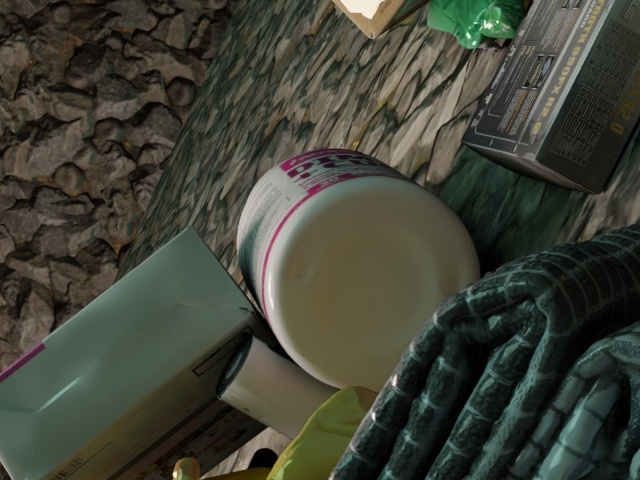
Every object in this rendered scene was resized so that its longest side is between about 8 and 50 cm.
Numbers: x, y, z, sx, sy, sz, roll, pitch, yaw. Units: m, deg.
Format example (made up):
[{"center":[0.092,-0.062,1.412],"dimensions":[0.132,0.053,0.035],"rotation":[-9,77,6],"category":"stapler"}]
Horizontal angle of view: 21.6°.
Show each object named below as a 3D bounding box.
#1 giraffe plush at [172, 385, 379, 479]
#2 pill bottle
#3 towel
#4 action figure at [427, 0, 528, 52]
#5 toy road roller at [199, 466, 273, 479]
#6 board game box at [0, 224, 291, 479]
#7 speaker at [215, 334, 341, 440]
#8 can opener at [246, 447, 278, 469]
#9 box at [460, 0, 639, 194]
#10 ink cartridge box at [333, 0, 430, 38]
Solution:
[{"center":[0.003,0.218,1.023],"dimensions":[0.170,0.210,0.181],"rotation":[84,167,-50],"category":"giraffe plush"},{"center":[0.018,0.012,1.335],"dimensions":[0.160,0.160,0.283],"rotation":[-63,13,4],"category":"pill bottle"},{"center":[0.081,0.128,0.764],"dimensions":[0.284,0.121,0.235],"rotation":[-61,-18,18],"category":"towel"},{"center":[0.151,-0.212,1.471],"dimensions":[0.137,0.063,0.232],"rotation":[-58,10,17],"category":"action figure"},{"center":[-0.125,0.342,1.289],"dimensions":[0.329,0.241,0.202],"rotation":[-18,31,17],"category":"toy road roller"},{"center":[-0.137,0.130,1.402],"dimensions":[0.224,0.097,0.303],"rotation":[-37,-19,-3],"category":"board game box"},{"center":[-0.009,0.128,1.272],"dimensions":[0.055,0.136,0.055],"rotation":[-55,12,17],"category":"speaker"},{"center":[-0.070,0.248,1.461],"dimensions":[0.059,0.073,0.186],"rotation":[-63,1,41],"category":"can opener"},{"center":[0.196,-0.153,1.191],"dimensions":[0.231,0.056,0.183],"rotation":[-64,13,1],"category":"box"},{"center":[0.125,-0.320,1.575],"dimensions":[0.193,0.088,0.235],"rotation":[-37,-10,-42],"category":"ink cartridge box"}]
